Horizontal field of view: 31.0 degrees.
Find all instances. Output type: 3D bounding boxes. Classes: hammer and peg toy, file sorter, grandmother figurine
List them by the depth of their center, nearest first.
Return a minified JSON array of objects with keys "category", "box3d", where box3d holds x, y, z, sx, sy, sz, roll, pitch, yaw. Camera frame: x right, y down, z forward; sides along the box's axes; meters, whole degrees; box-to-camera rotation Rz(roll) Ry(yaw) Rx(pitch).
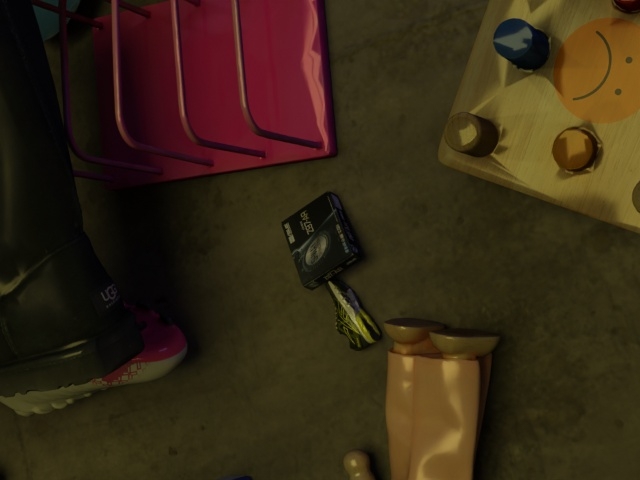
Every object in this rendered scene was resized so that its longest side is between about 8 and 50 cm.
[{"category":"hammer and peg toy","box3d":[0.267,-0.202,1.024,0.266,0.127,0.361,21,98,27]},{"category":"grandmother figurine","box3d":[0.109,0.255,1.110,0.208,0.104,0.342,10,96,54]},{"category":"file sorter","box3d":[-0.159,-0.175,1.203,0.290,0.182,0.202,-7,85,26]}]

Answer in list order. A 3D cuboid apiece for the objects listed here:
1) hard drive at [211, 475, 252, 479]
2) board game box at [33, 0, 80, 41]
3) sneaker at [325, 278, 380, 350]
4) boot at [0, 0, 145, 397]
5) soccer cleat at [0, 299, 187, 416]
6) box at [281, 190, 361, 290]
[{"category":"hard drive","box3d":[-0.154,0.356,1.106,0.040,0.318,0.210,-4,86,26]},{"category":"board game box","box3d":[-0.330,-0.315,1.377,0.168,0.033,0.133,42,111,27]},{"category":"sneaker","box3d":[0.026,0.078,1.187,0.035,0.031,0.083,-43,69,24]},{"category":"boot","box3d":[-0.403,-0.058,1.144,0.367,0.146,0.445,-14,104,18]},{"category":"soccer cleat","box3d":[-0.292,0.138,1.313,0.331,0.116,0.143,6,113,25]},{"category":"box","box3d":[0.000,0.000,1.197,0.067,0.018,0.083,-32,58,22]}]
